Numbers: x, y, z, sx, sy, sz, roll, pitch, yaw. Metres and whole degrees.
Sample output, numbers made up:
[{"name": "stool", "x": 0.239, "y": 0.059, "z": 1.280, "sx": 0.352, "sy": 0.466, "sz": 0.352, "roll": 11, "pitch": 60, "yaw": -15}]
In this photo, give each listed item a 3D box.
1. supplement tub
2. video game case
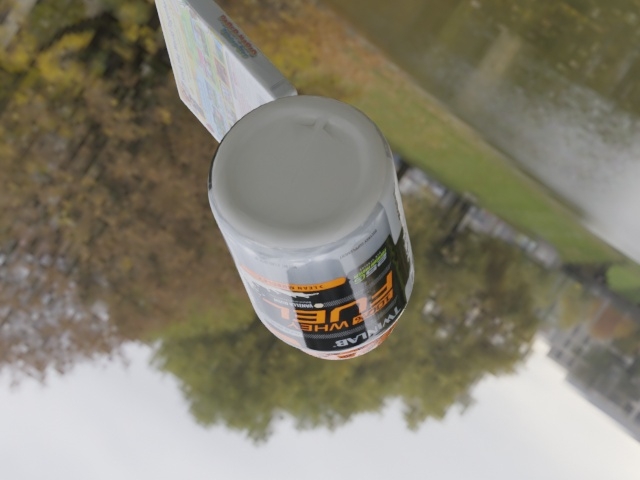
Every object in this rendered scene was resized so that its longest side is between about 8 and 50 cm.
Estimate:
[{"name": "supplement tub", "x": 0.000, "y": 0.000, "z": 0.972, "sx": 0.117, "sy": 0.117, "sz": 0.190, "roll": 36, "pitch": 164, "yaw": 25}, {"name": "video game case", "x": -0.082, "y": -0.137, "z": 1.395, "sx": 0.206, "sy": 0.026, "sz": 0.227, "roll": 48, "pitch": 165, "yaw": 25}]
